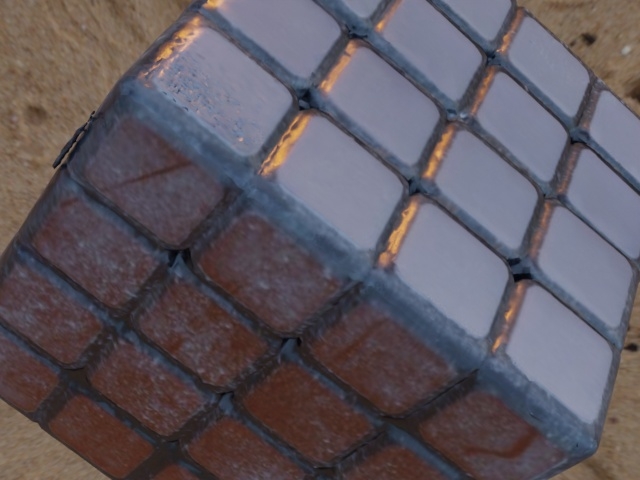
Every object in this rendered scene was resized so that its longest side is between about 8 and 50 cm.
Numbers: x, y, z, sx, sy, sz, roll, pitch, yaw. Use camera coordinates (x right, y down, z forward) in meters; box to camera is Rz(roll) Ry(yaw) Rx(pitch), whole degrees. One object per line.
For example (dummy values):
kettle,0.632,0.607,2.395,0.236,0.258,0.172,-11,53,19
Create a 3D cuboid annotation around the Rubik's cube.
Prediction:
Rubik's cube,0.000,0.000,0.803,0.344,0.344,0.337,40,45,-10
